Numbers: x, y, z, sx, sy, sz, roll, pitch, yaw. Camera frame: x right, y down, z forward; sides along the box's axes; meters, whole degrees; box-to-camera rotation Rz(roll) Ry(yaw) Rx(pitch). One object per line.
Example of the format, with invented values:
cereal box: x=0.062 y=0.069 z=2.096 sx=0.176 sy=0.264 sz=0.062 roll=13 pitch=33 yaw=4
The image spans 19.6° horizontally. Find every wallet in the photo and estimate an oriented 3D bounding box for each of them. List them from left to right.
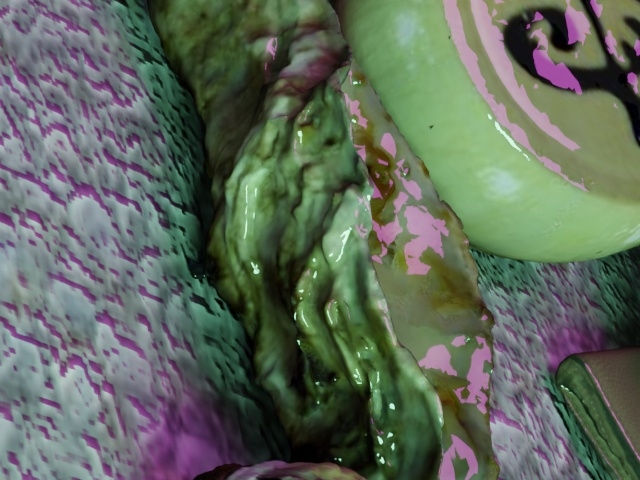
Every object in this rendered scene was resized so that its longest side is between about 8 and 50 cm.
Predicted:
wallet: x=0.203 y=0.114 z=1.095 sx=0.152 sy=0.039 sz=0.118 roll=4 pitch=51 yaw=-55

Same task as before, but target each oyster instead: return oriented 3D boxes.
oyster: x=0.007 y=-0.002 z=0.889 sx=0.204 sy=0.111 sz=0.396 roll=42 pitch=26 yaw=-57

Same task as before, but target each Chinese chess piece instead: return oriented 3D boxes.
Chinese chess piece: x=0.130 y=-0.114 z=1.077 sx=0.257 sy=0.104 sz=0.257 roll=13 pitch=66 yaw=-30

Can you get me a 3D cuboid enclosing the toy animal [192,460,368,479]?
toy animal: x=-0.013 y=0.136 z=0.693 sx=0.098 sy=0.098 sz=0.137 roll=39 pitch=14 yaw=-26
